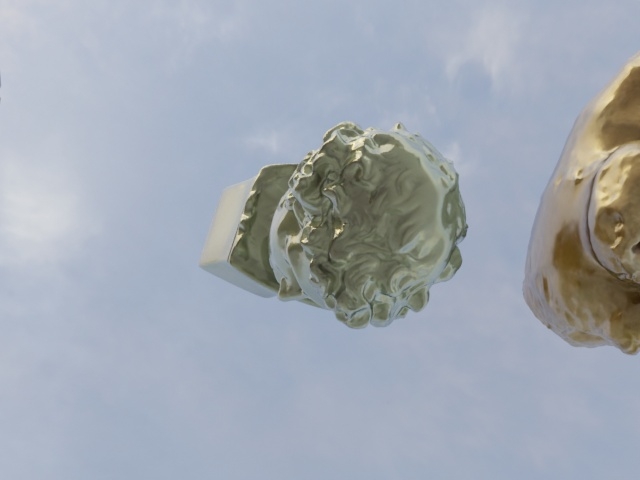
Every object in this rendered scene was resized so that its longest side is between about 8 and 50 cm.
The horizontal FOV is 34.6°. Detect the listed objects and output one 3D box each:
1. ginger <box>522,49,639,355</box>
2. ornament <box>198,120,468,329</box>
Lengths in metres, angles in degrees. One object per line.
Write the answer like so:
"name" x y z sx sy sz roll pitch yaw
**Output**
"ginger" 0.231 -0.046 0.755 0.123 0.219 0.270 13 -72 5
"ornament" 0.007 -0.011 0.715 0.120 0.285 0.130 20 -95 -17
